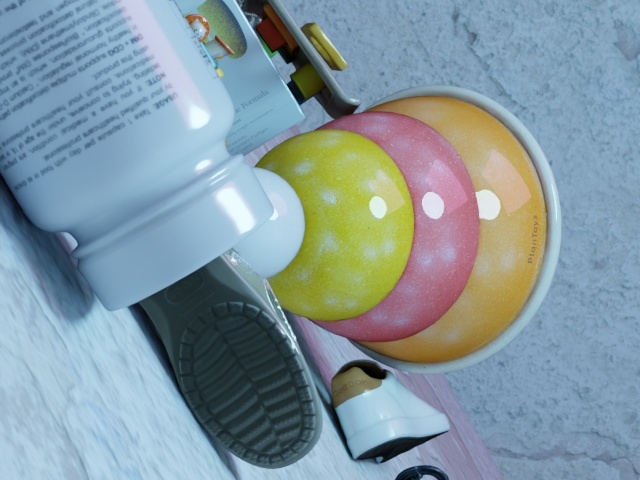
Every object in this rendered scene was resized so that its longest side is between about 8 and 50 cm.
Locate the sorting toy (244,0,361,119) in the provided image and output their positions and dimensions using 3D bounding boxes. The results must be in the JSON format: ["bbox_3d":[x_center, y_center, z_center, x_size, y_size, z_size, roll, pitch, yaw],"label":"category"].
[{"bbox_3d":[-0.034,-0.223,1.838,0.196,0.047,0.348,51,-5,-1],"label":"sorting toy"}]

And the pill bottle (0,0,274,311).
[{"bbox_3d":[-0.158,-0.106,0.994,0.283,0.160,0.160,60,6,-7],"label":"pill bottle"}]

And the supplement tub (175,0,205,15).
[{"bbox_3d":[-0.236,-0.406,1.661,0.316,0.194,0.193,64,7,28],"label":"supplement tub"}]

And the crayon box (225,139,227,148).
[{"bbox_3d":[-0.194,-0.184,1.472,0.278,0.081,0.165,58,6,-18],"label":"crayon box"}]

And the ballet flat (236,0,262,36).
[{"bbox_3d":[-0.169,-0.321,2.112,0.483,0.164,0.182,42,52,-74],"label":"ballet flat"}]

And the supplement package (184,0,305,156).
[{"bbox_3d":[-0.144,-0.226,1.811,0.244,0.139,0.134,58,-1,-17],"label":"supplement package"}]

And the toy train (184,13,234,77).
[{"bbox_3d":[-0.140,-0.234,1.551,0.125,0.046,0.166,63,5,32],"label":"toy train"}]

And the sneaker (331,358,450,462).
[{"bbox_3d":[0.084,0.203,1.846,0.123,0.106,0.290,64,8,15],"label":"sneaker"}]

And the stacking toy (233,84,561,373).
[{"bbox_3d":[0.022,-0.024,1.642,0.480,0.351,0.350,6,52,-56],"label":"stacking toy"}]

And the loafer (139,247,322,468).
[{"bbox_3d":[-0.082,0.053,1.165,0.268,0.102,0.092,59,12,-6],"label":"loafer"}]

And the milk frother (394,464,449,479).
[{"bbox_3d":[0.155,0.361,1.846,0.143,0.129,0.135,16,12,-5],"label":"milk frother"}]
